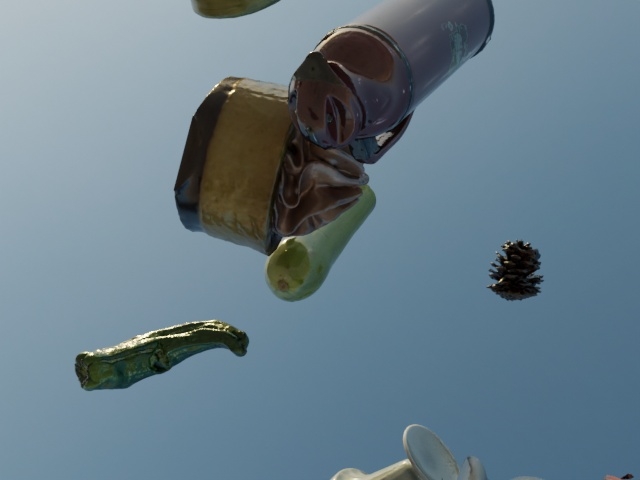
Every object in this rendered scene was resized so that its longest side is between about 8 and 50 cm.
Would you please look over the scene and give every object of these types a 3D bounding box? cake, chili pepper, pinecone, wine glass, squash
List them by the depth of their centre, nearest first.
[{"bbox_3d":[-0.171,0.123,0.848,0.182,0.073,0.050,-14,-90,-16],"label":"chili pepper"},{"bbox_3d":[-0.040,-0.071,0.870,0.178,0.185,0.207,20,-141,13],"label":"cake"},{"bbox_3d":[0.261,0.041,1.052,0.077,0.077,0.083,0,-86,32],"label":"pinecone"},{"bbox_3d":[0.000,0.000,1.053,0.083,0.083,0.250,-5,-154,30],"label":"squash"},{"bbox_3d":[0.122,0.414,1.298,0.196,0.165,0.164,-46,-127,27],"label":"wine glass"}]

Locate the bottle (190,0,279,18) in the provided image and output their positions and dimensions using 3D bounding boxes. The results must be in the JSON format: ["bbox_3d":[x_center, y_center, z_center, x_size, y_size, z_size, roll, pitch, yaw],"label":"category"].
[{"bbox_3d":[-0.172,-0.561,1.287,0.172,0.351,0.171,-9,-147,6],"label":"bottle"}]

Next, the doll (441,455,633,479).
[{"bbox_3d":[0.218,0.262,0.644,0.257,0.215,0.161,23,-114,9],"label":"doll"}]

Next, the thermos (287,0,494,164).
[{"bbox_3d":[0.065,-0.174,0.799,0.109,0.330,0.136,39,-47,6],"label":"thermos"}]
